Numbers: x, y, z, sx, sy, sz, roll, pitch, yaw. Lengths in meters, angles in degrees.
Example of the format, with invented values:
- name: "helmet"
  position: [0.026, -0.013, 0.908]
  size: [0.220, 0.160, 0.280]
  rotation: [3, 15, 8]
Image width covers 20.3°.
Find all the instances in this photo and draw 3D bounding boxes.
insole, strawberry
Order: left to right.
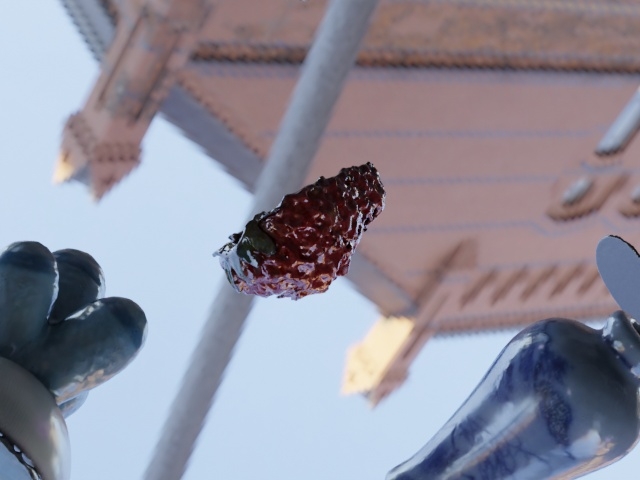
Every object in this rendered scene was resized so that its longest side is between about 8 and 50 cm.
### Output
- name: "strawberry"
  position: [0.000, 0.000, 2.078]
  size: [0.236, 0.190, 0.111]
  rotation: [-29, -99, -37]
- name: "insole"
  position: [0.415, 0.129, 2.054]
  size: [0.007, 0.111, 0.328]
  rotation: [-21, -112, -33]

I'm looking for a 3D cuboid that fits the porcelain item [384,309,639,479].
- name: "porcelain item"
  position: [0.179, 0.162, 1.540]
  size: [0.141, 0.259, 0.141]
  rotation: [44, -164, -16]

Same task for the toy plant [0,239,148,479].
- name: "toy plant"
  position: [-0.313, 0.132, 1.881]
  size: [0.247, 0.247, 0.332]
  rotation: [30, -131, -3]
